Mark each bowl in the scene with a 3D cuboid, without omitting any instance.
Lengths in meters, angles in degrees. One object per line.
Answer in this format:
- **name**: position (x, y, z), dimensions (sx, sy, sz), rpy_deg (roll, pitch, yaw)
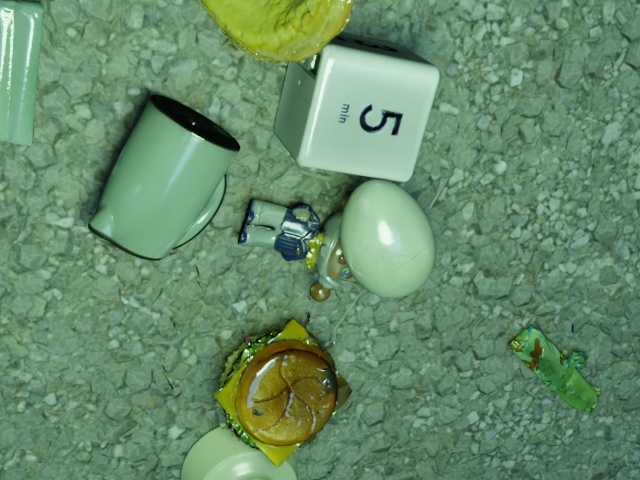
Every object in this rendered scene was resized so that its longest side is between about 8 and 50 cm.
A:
- **bowl**: position (-0.144, 0.474, 1.788), dimensions (0.237, 0.126, 0.238), rpy_deg (-5, 113, -13)

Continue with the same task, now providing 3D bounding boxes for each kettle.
- **kettle**: position (-0.238, -0.085, 1.511), dimensions (0.221, 0.161, 0.236), rpy_deg (14, 112, -54)

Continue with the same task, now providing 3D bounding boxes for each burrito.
- **burrito**: position (0.499, 0.259, 1.927), dimensions (0.104, 0.054, 0.288), rpy_deg (-46, 116, 4)

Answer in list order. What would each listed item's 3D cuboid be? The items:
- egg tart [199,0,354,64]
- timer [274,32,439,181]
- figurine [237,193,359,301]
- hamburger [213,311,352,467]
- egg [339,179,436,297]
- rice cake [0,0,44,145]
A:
- **egg tart**: position (-0.059, -0.421, 1.382), dimensions (0.120, 0.314, 0.315), rpy_deg (-36, 130, -49)
- **timer**: position (0.053, -0.221, 1.504), dimensions (0.194, 0.192, 0.194), rpy_deg (8, 110, -19)
- **figurine**: position (-0.006, 0.009, 1.633), dimensions (0.274, 0.133, 0.194), rpy_deg (-5, 111, -4)
- **hamburger**: position (-0.074, 0.263, 1.703), dimensions (0.261, 0.138, 0.243), rpy_deg (-37, 114, -11)
- **egg**: position (0.106, -0.003, 1.503), dimensions (0.151, 0.151, 0.209), rpy_deg (-25, 122, -5)
- **rice cake**: position (-0.469, -0.254, 1.422), dimensions (0.080, 0.042, 0.222), rpy_deg (3, 112, -19)
